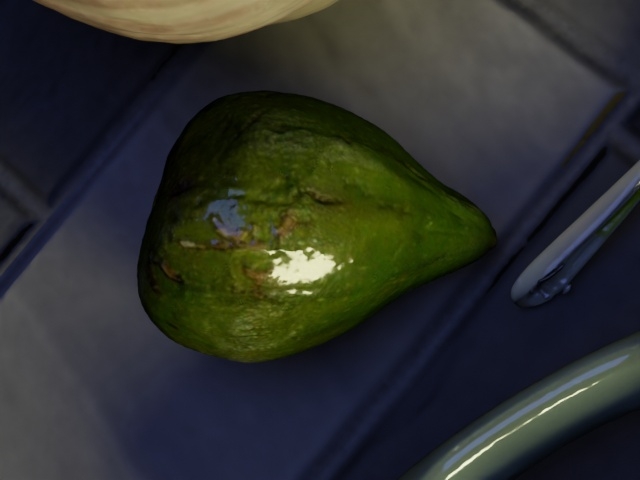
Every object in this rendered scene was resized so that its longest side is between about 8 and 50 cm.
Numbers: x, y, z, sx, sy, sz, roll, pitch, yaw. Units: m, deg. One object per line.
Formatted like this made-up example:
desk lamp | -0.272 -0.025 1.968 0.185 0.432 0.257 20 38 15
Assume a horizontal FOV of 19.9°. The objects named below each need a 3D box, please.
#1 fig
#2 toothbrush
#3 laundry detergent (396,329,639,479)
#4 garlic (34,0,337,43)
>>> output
fig | 0.000 0.000 0.816 0.156 0.123 0.123 15 81 -11
toothbrush | 0.180 -0.059 0.801 0.263 0.022 0.026 -46 46 13
laundry detergent | 0.192 0.121 0.735 0.398 0.125 0.264 -45 71 0
garlic | -0.074 -0.237 0.780 0.259 0.317 0.317 -14 75 14
